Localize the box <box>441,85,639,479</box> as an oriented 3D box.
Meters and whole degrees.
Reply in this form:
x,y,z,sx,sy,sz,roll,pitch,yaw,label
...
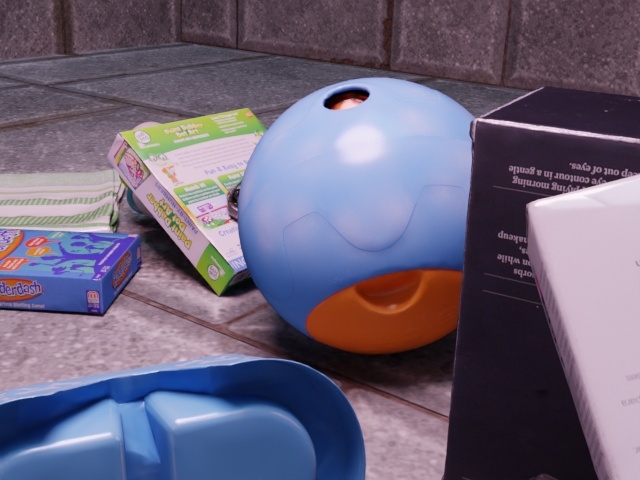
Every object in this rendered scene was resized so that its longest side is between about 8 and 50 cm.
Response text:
x,y,z,sx,sy,sz,roll,pitch,yaw,label
0.283,0.071,0.629,0.343,0.312,0.179,13,22,26,box

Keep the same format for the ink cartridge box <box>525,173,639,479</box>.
x,y,z,sx,sy,sz,roll,pitch,yaw,label
0.290,0.093,0.371,0.324,0.330,0.071,-14,-26,7,ink cartridge box

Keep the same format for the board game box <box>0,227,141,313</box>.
x,y,z,sx,sy,sz,roll,pitch,yaw,label
-0.344,0.033,1.065,0.210,0.047,0.160,2,20,4,board game box

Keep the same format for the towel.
x,y,z,sx,sy,sz,roll,pitch,yaw,label
-0.426,-0.054,1.319,0.248,0.038,0.325,-2,20,-10,towel

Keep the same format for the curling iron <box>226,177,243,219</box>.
x,y,z,sx,sy,sz,roll,pitch,yaw,label
0.000,0.000,1.072,0.274,0.068,0.035,32,1,11,curling iron

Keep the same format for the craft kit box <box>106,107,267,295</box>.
x,y,z,sx,sy,sz,roll,pitch,yaw,label
-0.115,-0.064,1.169,0.250,0.061,0.246,-21,67,-49,craft kit box

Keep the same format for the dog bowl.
x,y,z,sx,sy,sz,roll,pitch,yaw,label
-0.119,0.161,0.576,0.297,0.166,0.074,-7,10,-23,dog bowl

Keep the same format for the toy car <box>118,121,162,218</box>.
x,y,z,sx,sy,sz,roll,pitch,yaw,label
-0.210,-0.085,1.291,0.182,0.136,0.159,-3,51,-21,toy car

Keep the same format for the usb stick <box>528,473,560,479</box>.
x,y,z,sx,sy,sz,roll,pitch,yaw,label
0.239,0.228,0.530,0.278,0.077,0.045,20,33,40,usb stick

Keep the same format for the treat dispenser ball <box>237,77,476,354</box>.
x,y,z,sx,sy,sz,roll,pitch,yaw,label
0.057,-0.026,0.911,0.288,0.288,0.288,2,20,-1,treat dispenser ball
